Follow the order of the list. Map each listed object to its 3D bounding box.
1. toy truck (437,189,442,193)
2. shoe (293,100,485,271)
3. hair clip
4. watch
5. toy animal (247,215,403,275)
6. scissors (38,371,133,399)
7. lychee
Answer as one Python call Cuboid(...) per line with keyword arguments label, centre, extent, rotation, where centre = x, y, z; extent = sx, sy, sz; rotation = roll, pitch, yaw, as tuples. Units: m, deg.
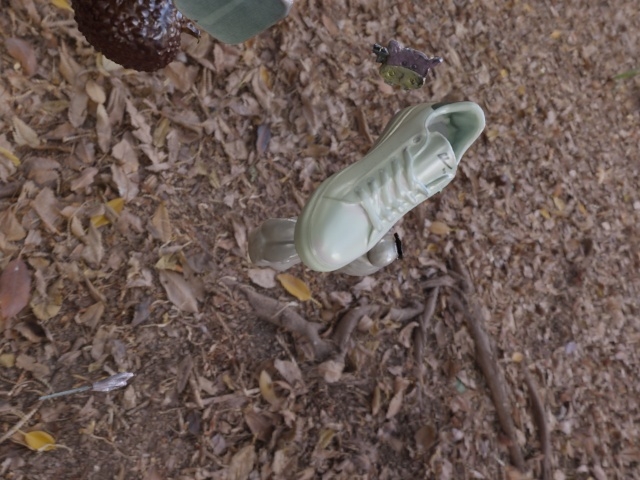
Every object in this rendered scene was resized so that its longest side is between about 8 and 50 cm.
Cuboid(label="toy truck", centre=(0.227, -0.181, 1.168), extent=(0.154, 0.078, 0.080), rotation=(40, 81, -26))
Cuboid(label="shoe", centre=(0.118, -0.089, 0.783), extent=(0.363, 0.160, 0.132), rotation=(-49, 115, -27))
Cuboid(label="hair clip", centre=(0.224, -0.488, 1.462), extent=(0.187, 0.146, 0.056), rotation=(26, 58, -3))
Cuboid(label="watch", centre=(-0.126, -0.492, 0.870), extent=(0.162, 0.253, 0.241), rotation=(24, 61, -47))
Cuboid(label="toy animal", centre=(0.000, 0.000, 1.221), extent=(0.258, 0.357, 0.194), rotation=(-86, 166, -80))
Cuboid(label="scissors", centre=(-0.503, 0.317, 1.126), extent=(0.189, 0.100, 0.015), rotation=(-2, 61, -42))
Cuboid(label="lychee", centre=(-0.429, -0.535, 1.245), extent=(0.300, 0.264, 0.264), rotation=(3, 72, -31))
